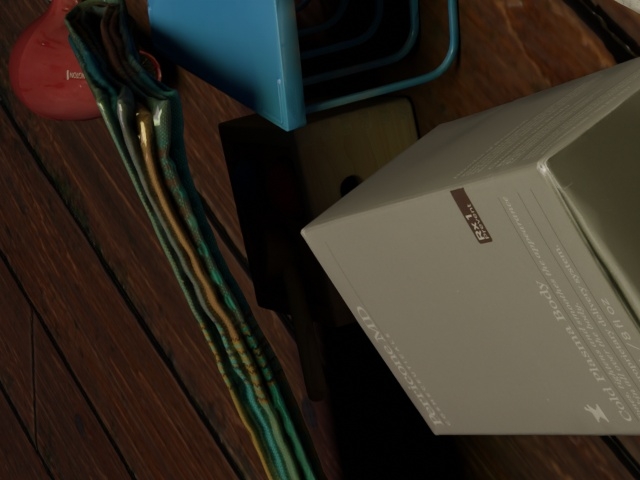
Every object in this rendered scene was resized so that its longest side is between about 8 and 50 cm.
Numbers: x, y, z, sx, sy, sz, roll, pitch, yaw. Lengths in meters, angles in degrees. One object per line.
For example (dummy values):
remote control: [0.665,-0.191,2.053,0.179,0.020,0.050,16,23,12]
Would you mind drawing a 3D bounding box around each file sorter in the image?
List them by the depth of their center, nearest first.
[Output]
file sorter: [-0.016,-0.145,1.024,0.170,0.104,0.118,34,134,56]

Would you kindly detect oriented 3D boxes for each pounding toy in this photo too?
pounding toy: [0.000,0.000,1.087,0.130,0.100,0.141,10,114,65]

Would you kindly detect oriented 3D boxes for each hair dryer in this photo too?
hair dryer: [-0.192,-0.190,1.428,0.293,0.080,0.223,58,152,33]

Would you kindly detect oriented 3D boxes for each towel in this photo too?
towel: [-0.046,0.052,1.101,0.271,0.040,0.370,-124,10,-70]

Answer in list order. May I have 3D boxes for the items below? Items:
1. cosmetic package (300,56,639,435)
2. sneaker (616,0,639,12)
cosmetic package: [0.100,0.007,0.834,0.127,0.107,0.238,56,156,-6]
sneaker: [0.050,-0.151,0.792,0.292,0.169,0.108,46,143,46]
